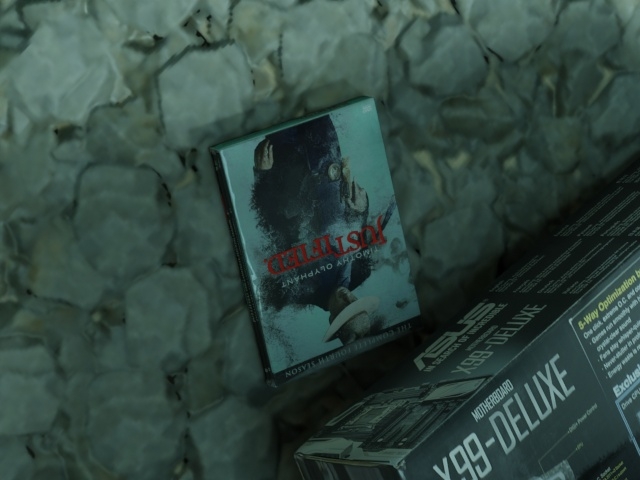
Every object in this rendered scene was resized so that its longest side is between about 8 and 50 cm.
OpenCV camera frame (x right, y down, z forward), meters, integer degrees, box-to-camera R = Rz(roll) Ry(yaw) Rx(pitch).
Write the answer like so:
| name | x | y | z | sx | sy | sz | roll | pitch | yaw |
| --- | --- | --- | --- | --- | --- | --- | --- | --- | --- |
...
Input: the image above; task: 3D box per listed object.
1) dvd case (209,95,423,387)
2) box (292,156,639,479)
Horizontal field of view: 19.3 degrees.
| name | x | y | z | sx | sy | sz | roll | pitch | yaw |
| --- | --- | --- | --- | --- | --- | --- | --- | --- | --- |
| dvd case | 0.000 | 0.000 | 0.894 | 0.087 | 0.013 | 0.119 | -20 | 108 | -25 |
| box | 0.156 | 0.119 | 0.924 | 0.307 | 0.076 | 0.242 | -38 | 113 | -32 |
